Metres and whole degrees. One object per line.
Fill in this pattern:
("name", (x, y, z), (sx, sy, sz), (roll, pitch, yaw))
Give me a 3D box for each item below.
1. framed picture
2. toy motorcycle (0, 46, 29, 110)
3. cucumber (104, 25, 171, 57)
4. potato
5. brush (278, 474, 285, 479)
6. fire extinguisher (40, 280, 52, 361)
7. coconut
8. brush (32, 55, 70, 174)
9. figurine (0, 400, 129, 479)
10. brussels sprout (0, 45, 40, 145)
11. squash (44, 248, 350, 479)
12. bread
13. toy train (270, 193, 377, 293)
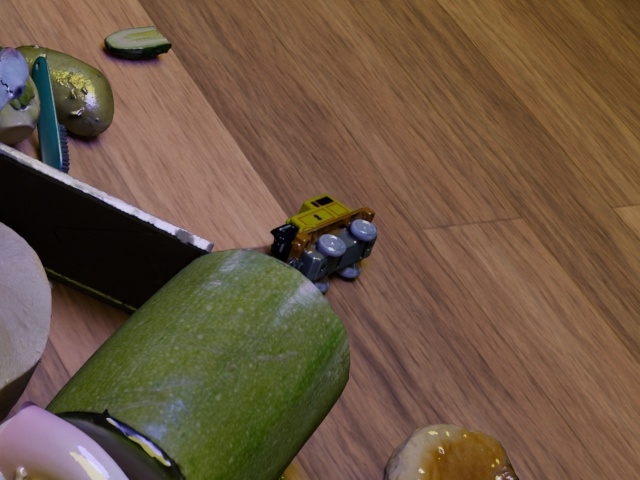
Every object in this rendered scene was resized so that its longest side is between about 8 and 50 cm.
("framed picture", (-0.298, 0.000, 1.860), (0.289, 0.211, 0.020), (26, 53, -8))
("toy motorcycle", (-0.465, -0.118, 1.713), (0.241, 0.182, 0.319), (14, 46, 20))
("cucumber", (-0.301, -0.315, 2.381), (0.107, 0.035, 0.067), (-13, 44, -36))
("potato", (-0.387, -0.226, 2.173), (0.188, 0.085, 0.105), (27, 58, -2))
("brush", (-0.063, 0.274, 1.869), (0.021, 0.018, 0.083), (4, 45, -20))
("fire extinguisher", (-0.463, 0.033, 1.795), (0.337, 0.106, 0.147), (32, 51, 1))
("coconut", (-0.413, 0.093, 1.605), (0.239, 0.244, 0.239), (11, 56, -17))
("brush", (-0.384, -0.174, 2.103), (0.032, 0.043, 0.193), (15, 58, -47))
("figurine", (-0.234, 0.361, 1.422), (0.316, 0.206, 0.284), (31, 76, 20))
("brussels sprout", (-0.459, -0.204, 2.058), (0.117, 0.155, 0.155), (-23, 53, -2))
("squash", (-0.155, 0.203, 1.681), (0.263, 0.263, 0.384), (35, 36, 5))
("bread", (0.173, 0.353, 1.856), (0.244, 0.134, 0.244), (22, 37, -18))
("toy train", (0.000, 0.000, 2.188), (0.127, 0.089, 0.219), (36, 35, 24))
